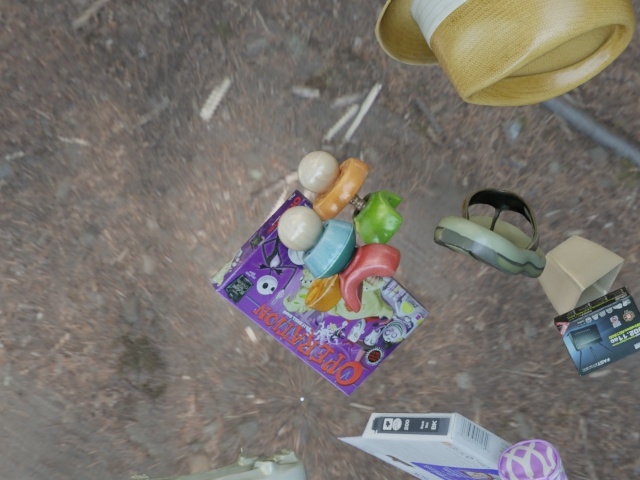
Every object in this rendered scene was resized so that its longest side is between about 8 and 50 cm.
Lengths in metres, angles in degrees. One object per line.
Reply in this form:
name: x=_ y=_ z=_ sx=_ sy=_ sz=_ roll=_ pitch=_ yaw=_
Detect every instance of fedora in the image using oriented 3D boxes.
fedora: x=0.136 y=-0.140 z=0.717 sx=0.194 sy=0.194 sz=0.079 roll=-15 pitch=72 yaw=-3

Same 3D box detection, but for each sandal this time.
sandal: x=0.202 y=-0.014 z=1.248 sx=0.120 sy=0.303 sz=0.086 roll=19 pitch=94 yaw=11

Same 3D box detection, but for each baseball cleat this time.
baseball cleat: x=-0.093 y=0.221 z=0.838 sx=0.206 sy=0.072 sz=0.109 roll=-6 pitch=93 yaw=-31

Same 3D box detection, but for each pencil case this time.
pencil case: x=0.283 y=0.348 z=1.404 sx=0.086 sy=0.088 sz=0.206 roll=-19 pitch=117 yaw=10

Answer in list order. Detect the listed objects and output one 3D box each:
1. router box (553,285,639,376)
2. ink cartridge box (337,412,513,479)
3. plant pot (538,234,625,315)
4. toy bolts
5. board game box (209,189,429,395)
router box: x=0.423 y=0.137 z=1.671 sx=0.122 sy=0.038 sz=0.092 roll=-26 pitch=107 yaw=10
ink cartridge box: x=0.165 y=0.286 z=1.514 sx=0.206 sy=0.208 sz=0.045 roll=33 pitch=62 yaw=-36
plant pot: x=0.436 y=0.056 z=1.910 sx=0.109 sy=0.109 sz=0.096 roll=-31 pitch=64 yaw=-25
toy bolts: x=0.000 y=0.000 z=1.540 sx=0.158 sy=0.228 sz=0.218 roll=35 pitch=109 yaw=-13
board game box: x=0.006 y=0.095 z=1.859 sx=0.208 sy=0.056 sz=0.347 roll=-44 pitch=124 yaw=7
